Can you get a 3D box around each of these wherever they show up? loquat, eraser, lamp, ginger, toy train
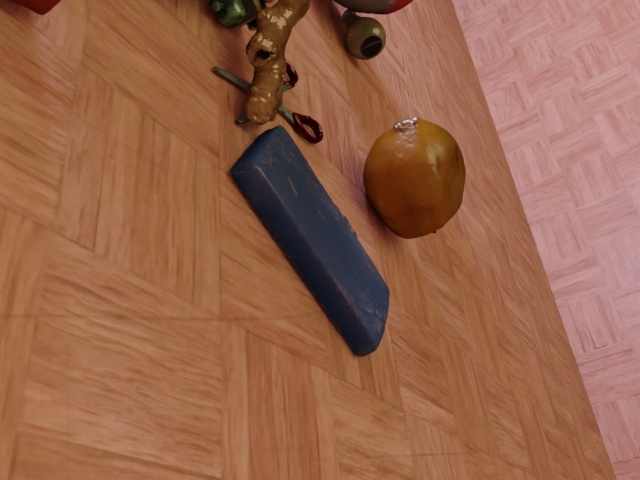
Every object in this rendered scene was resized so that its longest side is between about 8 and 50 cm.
[{"bbox_3d":[0.166,-0.106,1.149,0.187,0.176,0.234,-40,131,-24],"label":"loquat"},{"bbox_3d":[0.000,0.000,0.871,0.312,0.042,0.144,56,26,-19],"label":"eraser"},{"bbox_3d":[0.086,-0.473,1.443,0.091,0.091,0.163,38,21,-45],"label":"lamp"},{"bbox_3d":[-0.062,-0.291,0.886,0.089,0.075,0.288,26,71,-55],"label":"ginger"},{"bbox_3d":[-0.142,-0.392,0.916,0.125,0.080,0.194,-37,106,-55],"label":"toy train"}]

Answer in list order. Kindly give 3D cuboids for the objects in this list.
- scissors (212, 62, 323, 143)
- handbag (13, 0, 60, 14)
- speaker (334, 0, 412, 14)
[{"bbox_3d":[-0.074,-0.208,0.950,0.144,0.017,0.247,65,26,2],"label":"scissors"},{"bbox_3d":[-0.191,-0.331,0.488,0.151,0.298,0.171,14,56,-60],"label":"handbag"},{"bbox_3d":[0.100,-0.624,1.364,0.294,0.294,0.294,45,32,-38],"label":"speaker"}]
